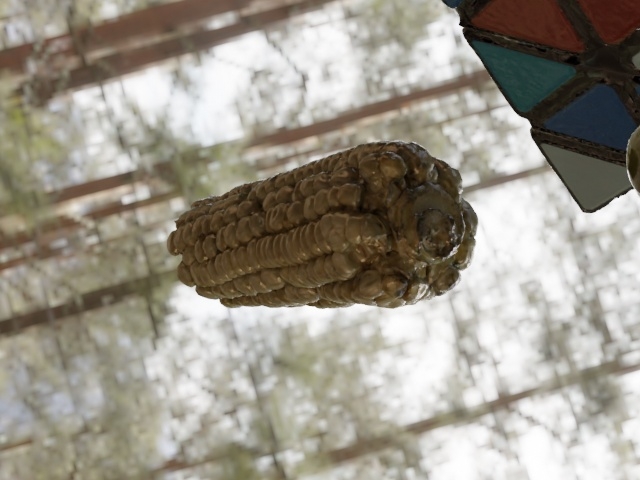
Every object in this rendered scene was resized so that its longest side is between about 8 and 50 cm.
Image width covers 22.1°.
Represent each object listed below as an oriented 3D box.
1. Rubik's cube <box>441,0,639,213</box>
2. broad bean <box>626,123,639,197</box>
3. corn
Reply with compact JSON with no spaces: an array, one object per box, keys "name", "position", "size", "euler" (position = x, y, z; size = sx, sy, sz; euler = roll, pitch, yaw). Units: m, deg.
[{"name":"Rubik's cube","position":[0.198,-0.148,0.937],"size":[0.234,0.250,0.284],"euler":[25,-83,50]},{"name":"broad bean","position":[0.218,0.006,0.641],"size":[0.206,0.072,0.153],"euler":[37,-6,40]},{"name":"corn","position":[0.000,0.000,0.887],"size":[0.211,0.087,0.087],"euler":[-12,-86,56]}]
